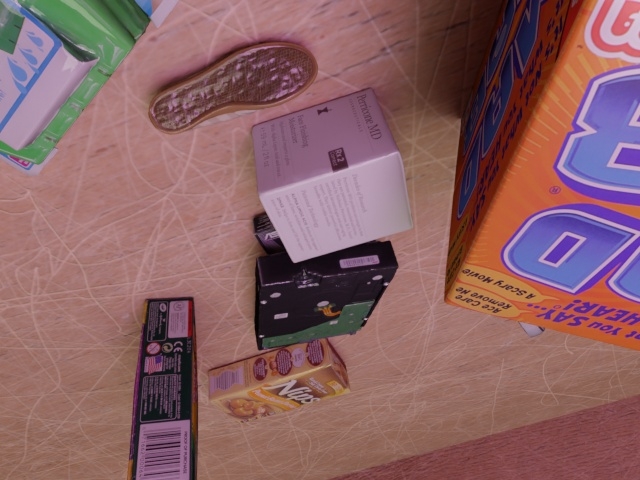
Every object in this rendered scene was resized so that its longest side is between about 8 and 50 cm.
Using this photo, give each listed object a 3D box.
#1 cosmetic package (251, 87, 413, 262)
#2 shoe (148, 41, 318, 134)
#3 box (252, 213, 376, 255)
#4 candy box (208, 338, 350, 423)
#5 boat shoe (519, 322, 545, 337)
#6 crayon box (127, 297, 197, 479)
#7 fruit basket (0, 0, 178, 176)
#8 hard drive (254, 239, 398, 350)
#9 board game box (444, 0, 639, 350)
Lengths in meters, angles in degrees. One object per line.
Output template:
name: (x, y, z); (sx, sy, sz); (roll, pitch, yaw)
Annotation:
cosmetic package: (0.017, -0.089, 0.682); (0.183, 0.151, 0.151); (-17, 139, 6)
shoe: (-0.110, -0.195, 0.612); (0.219, 0.058, 0.077); (-18, 109, 1)
box: (0.000, 0.000, 0.862); (0.190, 0.045, 0.184); (-17, 143, 6)
candy box: (-0.101, 0.358, 1.219); (0.316, 0.088, 0.183); (-18, 139, 8)
boat shoe: (0.439, 0.064, 0.988); (0.156, 0.136, 0.367); (-29, 127, 15)
crayon box: (-0.296, 0.352, 0.954); (0.106, 0.363, 0.313); (-1, 139, -12)
fruit basket: (-0.352, -0.238, 0.418); (0.327, 0.165, 0.353); (-35, 131, 25)
hard drive: (-0.008, 0.115, 0.924); (0.236, 0.064, 0.339); (-7, 151, -11)
board game box: (0.353, -0.135, 0.469); (0.356, 0.356, 0.357); (13, 139, 6)
